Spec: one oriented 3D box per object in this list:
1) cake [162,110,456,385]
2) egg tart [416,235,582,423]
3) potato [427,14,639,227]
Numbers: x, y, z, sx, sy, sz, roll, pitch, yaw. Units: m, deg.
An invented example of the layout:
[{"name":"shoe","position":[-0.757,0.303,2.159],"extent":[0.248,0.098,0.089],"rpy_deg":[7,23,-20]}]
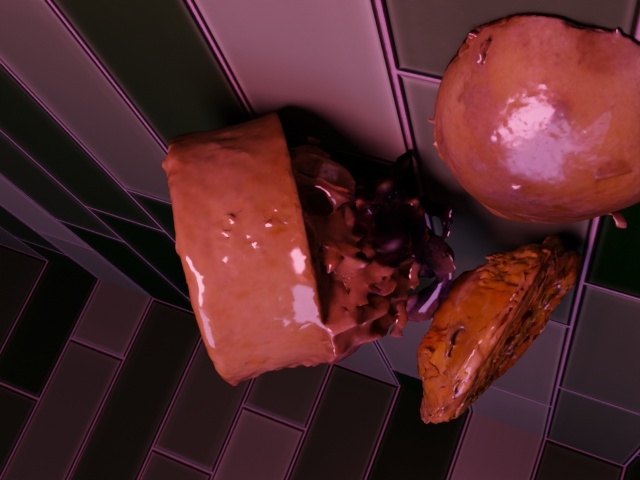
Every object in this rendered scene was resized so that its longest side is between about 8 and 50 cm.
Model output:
[{"name":"cake","position":[-0.002,-0.007,1.015],"extent":[0.321,0.333,0.332],"rpy_deg":[-12,162,-3]},{"name":"egg tart","position":[0.202,0.104,1.047],"extent":[0.132,0.297,0.297],"rpy_deg":[35,167,17]},{"name":"potato","position":[0.213,-0.074,0.771],"extent":[0.239,0.116,0.299],"rpy_deg":[16,164,6]}]
